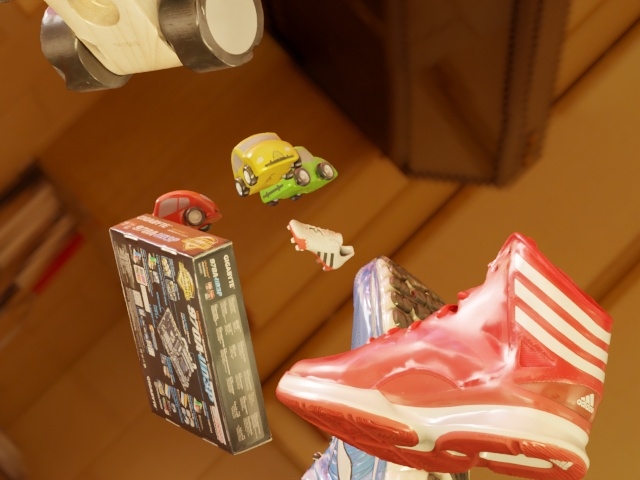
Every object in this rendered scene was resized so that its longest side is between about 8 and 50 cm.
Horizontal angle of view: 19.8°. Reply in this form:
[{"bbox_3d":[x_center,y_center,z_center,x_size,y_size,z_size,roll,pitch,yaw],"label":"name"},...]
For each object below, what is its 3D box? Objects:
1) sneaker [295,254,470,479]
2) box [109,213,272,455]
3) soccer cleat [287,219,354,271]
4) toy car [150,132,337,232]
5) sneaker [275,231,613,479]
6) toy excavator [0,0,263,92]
[{"bbox_3d":[0.037,0.163,1.407,0.130,0.147,0.330,36,45,-44],"label":"sneaker"},{"bbox_3d":[-0.135,0.094,1.884,0.175,0.051,0.220,16,-57,54],"label":"box"},{"bbox_3d":[0.000,0.000,1.678,0.083,0.035,0.029,42,25,-47],"label":"soccer cleat"},{"bbox_3d":[-0.070,-0.066,2.008,0.225,0.239,0.053,-15,78,-52],"label":"toy car"},{"bbox_3d":[0.079,0.063,1.056,0.221,0.128,0.087,7,-23,41],"label":"sneaker"},{"bbox_3d":[-0.201,-0.436,1.869,0.222,0.445,0.433,-7,-41,37],"label":"toy excavator"}]
